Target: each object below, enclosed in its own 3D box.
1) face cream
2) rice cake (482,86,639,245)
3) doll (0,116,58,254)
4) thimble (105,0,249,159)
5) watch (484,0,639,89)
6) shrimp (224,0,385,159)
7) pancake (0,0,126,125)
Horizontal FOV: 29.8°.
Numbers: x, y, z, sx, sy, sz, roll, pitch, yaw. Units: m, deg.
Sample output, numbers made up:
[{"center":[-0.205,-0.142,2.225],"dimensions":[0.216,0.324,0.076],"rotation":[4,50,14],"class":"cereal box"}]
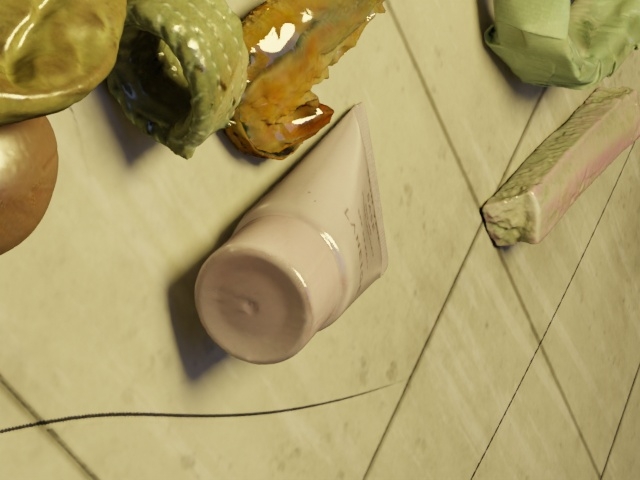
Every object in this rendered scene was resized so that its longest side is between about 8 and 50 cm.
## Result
[{"center":[0.000,0.000,0.931],"dimensions":[0.274,0.096,0.154],"rotation":[-46,127,-60],"class":"face cream"},{"center":[0.284,-0.091,1.352],"dimensions":[0.365,0.056,0.072],"rotation":[-38,122,-48],"class":"rice cake"},{"center":[-0.198,-0.067,0.612],"dimensions":[0.145,0.096,0.188],"rotation":[30,57,-24],"class":"doll"},{"center":[-0.091,-0.112,0.772],"dimensions":[0.062,0.084,0.110],"rotation":[-51,130,-41],"class":"thimble"},{"center":[0.273,-0.276,1.242],"dimensions":[0.253,0.162,0.241],"rotation":[8,94,-55],"class":"watch"},{"center":[0.009,-0.161,0.938],"dimensions":[0.262,0.066,0.117],"rotation":[-37,139,-31],"class":"shrimp"},{"center":[-0.205,-0.151,0.569],"dimensions":[0.242,0.050,0.242],"rotation":[23,49,-30],"class":"pancake"}]
